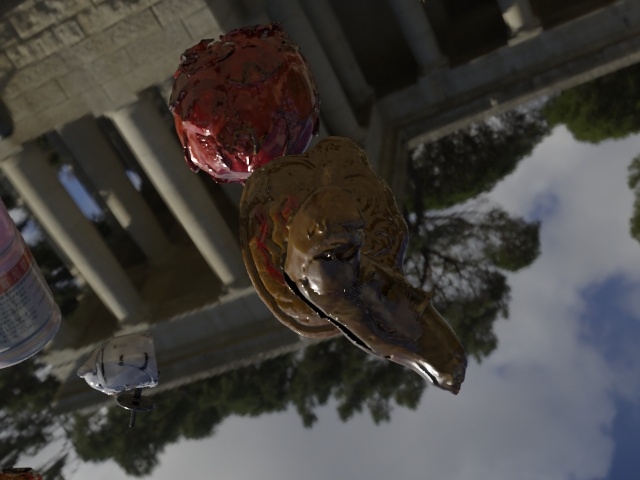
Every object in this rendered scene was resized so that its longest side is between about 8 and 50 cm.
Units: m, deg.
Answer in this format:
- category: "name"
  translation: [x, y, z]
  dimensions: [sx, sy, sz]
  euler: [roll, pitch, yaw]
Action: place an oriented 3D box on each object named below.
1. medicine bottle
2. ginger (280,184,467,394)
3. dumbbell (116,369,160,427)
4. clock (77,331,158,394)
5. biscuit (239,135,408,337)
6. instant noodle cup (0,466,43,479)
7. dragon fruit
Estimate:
- category: "medicine bottle"
  translation: [-0.633, 0.062, 1.676]
  dimensions: [0.202, 0.315, 0.202]
  euler: [-11, -145, 8]
- category: "ginger"
  translation: [0.054, 0.058, 1.012]
  dimensions: [0.133, 0.309, 0.107]
  euler: [-9, -131, 34]
- category: "dumbbell"
  translation: [-0.321, 0.259, 1.597]
  dimensions: [0.070, 0.147, 0.069]
  euler: [12, -174, -1]
- category: "clock"
  translation: [-0.304, 0.188, 1.351]
  dimensions: [0.117, 0.079, 0.176]
  euler: [-8, 170, -12]
- category: "biscuit"
  translation: [-0.001, 0.000, 1.311]
  dimensions: [0.257, 0.272, 0.049]
  euler: [-22, -179, 26]
- category: "instant noodle cup"
  translation: [-0.472, 0.439, 1.385]
  dimensions: [0.127, 0.135, 0.127]
  euler: [-7, -157, 3]
- category: "dragon fruit"
  translation: [-0.143, -0.256, 1.695]
  dimensions: [0.296, 0.301, 0.295]
  euler: [0, 174, 0]
